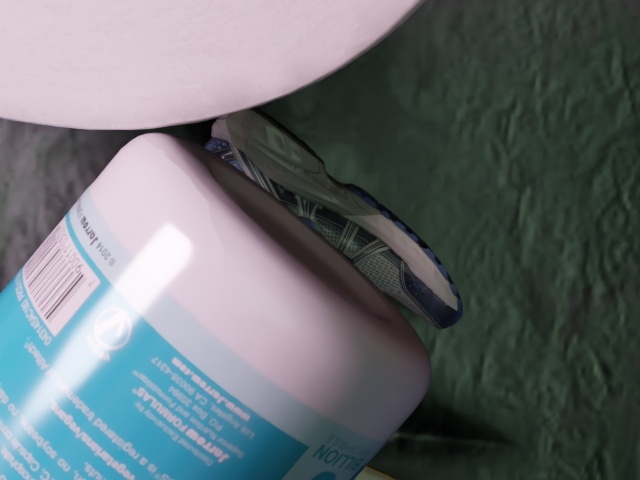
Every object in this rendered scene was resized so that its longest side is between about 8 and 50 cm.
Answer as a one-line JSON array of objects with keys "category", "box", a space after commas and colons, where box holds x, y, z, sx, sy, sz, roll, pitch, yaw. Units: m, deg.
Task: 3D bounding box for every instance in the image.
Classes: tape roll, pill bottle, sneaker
[{"category": "tape roll", "box": [-0.094, -0.223, 0.521, 0.392, 0.072, 0.392, 9, 120, 16]}, {"category": "pill bottle", "box": [-0.092, 0.099, 0.598, 0.146, 0.146, 0.264, 39, 98, -10]}, {"category": "sneaker", "box": [0.000, 0.000, 0.679, 0.135, 0.052, 0.058, 38, 94, -3]}]

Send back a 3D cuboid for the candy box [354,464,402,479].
[{"category": "candy box", "box": [-0.041, 0.182, 0.683, 0.105, 0.027, 0.206, 26, 86, -9]}]
